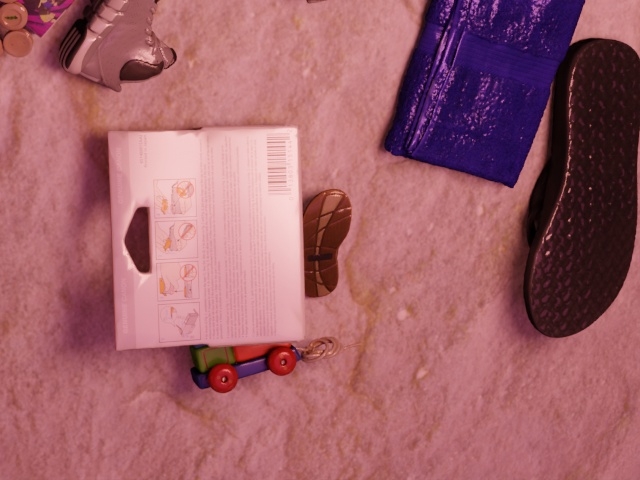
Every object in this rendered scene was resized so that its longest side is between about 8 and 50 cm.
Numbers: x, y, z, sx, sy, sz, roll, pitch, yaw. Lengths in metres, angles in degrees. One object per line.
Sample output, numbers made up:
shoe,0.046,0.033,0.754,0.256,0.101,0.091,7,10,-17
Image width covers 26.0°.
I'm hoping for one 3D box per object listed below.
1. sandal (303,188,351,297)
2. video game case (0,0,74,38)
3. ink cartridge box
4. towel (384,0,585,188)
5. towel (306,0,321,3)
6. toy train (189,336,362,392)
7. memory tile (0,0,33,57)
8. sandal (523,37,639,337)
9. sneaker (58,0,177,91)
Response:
sandal,0.000,0.000,1.984,0.072,0.049,0.180,-2,126,-13
video game case,-0.364,-0.400,1.699,0.232,0.042,0.210,40,95,-28
ink cartridge box,-0.155,-0.006,1.867,0.261,0.066,0.296,-2,94,-14
towel,0.237,-0.237,1.955,0.228,0.076,0.308,13,105,-22
towel,0.119,-0.465,1.741,0.312,0.056,0.324,-11,127,-8
toy train,-0.073,0.115,1.977,0.248,0.105,0.143,-15,101,-13
memory tile,-0.435,-0.272,1.712,0.148,0.012,0.113,-5,125,-3
sandal,0.388,-0.077,2.069,0.167,0.107,0.445,8,95,-21
sneaker,-0.223,-0.288,1.778,0.132,0.086,0.228,29,109,-31
